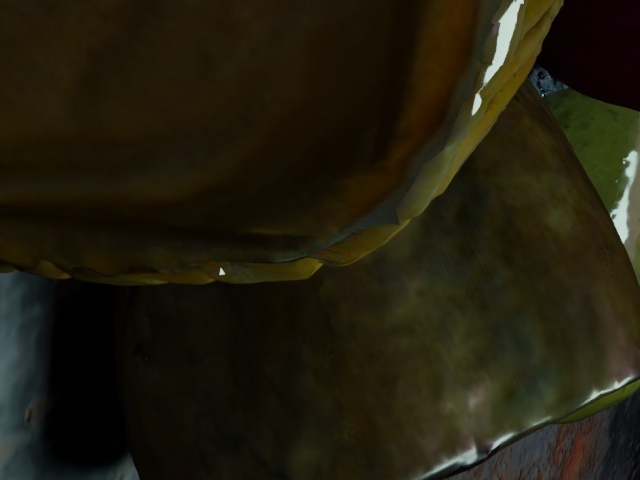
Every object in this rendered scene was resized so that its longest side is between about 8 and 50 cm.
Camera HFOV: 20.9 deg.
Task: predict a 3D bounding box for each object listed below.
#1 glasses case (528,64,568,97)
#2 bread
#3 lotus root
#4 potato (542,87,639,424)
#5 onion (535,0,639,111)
[{"bbox_3d":[0.113,-0.197,0.832,0.067,0.109,0.282,60,48,-65],"label":"glasses case"},{"bbox_3d":[-0.038,-0.084,0.395,0.104,0.199,0.199,-49,146,-58],"label":"bread"},{"bbox_3d":[0.000,0.000,0.642,0.180,0.199,0.188,66,-11,-7],"label":"lotus root"},{"bbox_3d":[0.137,-0.022,0.946,0.197,0.149,0.228,-74,165,-46],"label":"potato"},{"bbox_3d":[0.136,-0.173,0.621,0.260,0.337,0.282,-55,169,-23],"label":"onion"}]
